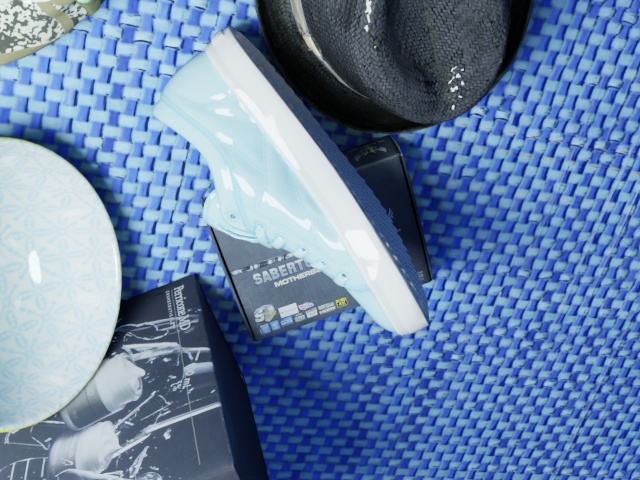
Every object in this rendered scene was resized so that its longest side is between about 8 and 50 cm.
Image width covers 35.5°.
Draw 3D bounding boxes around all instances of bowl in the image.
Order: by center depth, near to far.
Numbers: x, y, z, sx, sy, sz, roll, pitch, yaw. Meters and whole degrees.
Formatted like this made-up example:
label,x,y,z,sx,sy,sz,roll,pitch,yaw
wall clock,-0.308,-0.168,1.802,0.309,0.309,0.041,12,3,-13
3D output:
label,x,y,z,sx,sy,sz,roll,pitch,yaw
bowl,-0.361,0.041,1.014,0.156,0.289,0.289,0,133,37

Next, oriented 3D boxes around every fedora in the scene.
label,x,y,z,sx,sy,sz,roll,pitch,yaw
fedora,0.093,-0.237,0.987,0.334,0.152,0.334,-7,122,-11

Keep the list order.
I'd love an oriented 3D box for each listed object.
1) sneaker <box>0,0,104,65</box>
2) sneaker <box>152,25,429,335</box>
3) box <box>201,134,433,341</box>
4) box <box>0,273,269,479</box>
label,x,y,z,sx,sy,sz,roll,pitch,yaw
sneaker,-0.179,-0.282,0.870,0.410,0.182,0.158,-36,123,8
sneaker,-0.034,-0.035,1.037,0.150,0.135,0.366,-37,86,14
box,0.000,0.000,1.159,0.233,0.059,0.183,-19,122,-3
box,-0.230,0.240,1.076,0.313,0.343,0.178,-21,123,-2
